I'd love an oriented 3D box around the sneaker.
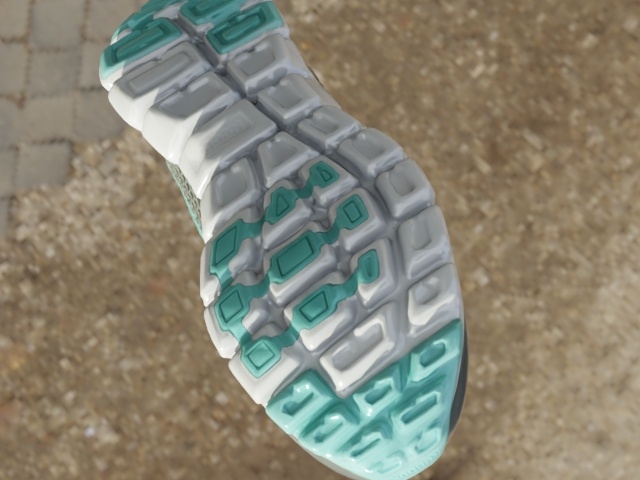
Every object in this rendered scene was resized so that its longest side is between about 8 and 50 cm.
[{"bbox_3d":[0.000,0.000,0.427,0.065,0.166,0.076,-29,139,4],"label":"sneaker"}]
